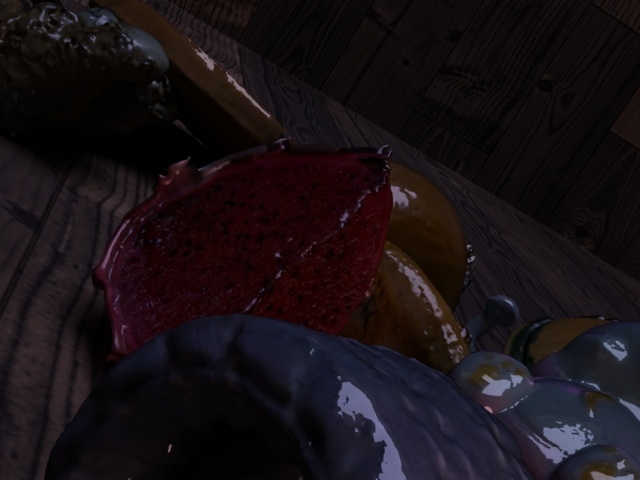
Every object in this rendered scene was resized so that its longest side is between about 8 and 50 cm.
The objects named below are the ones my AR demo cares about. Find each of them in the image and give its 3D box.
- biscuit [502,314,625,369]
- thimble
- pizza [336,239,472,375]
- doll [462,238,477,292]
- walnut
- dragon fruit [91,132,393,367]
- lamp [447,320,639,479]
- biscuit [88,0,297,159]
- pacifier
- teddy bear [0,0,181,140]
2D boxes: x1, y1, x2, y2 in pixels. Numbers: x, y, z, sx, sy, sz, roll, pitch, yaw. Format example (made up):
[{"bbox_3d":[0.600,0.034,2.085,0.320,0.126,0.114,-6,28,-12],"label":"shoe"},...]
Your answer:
[{"bbox_3d":[0.346,0.167,1.232,0.287,0.057,0.344,2,22,4],"label":"biscuit"},{"bbox_3d":[0.001,0.150,0.478,0.172,0.205,0.236,19,18,-49],"label":"thimble"},{"bbox_3d":[0.042,0.082,0.925,0.182,0.161,0.062,34,20,29],"label":"pizza"},{"bbox_3d":[0.110,0.001,1.510,0.221,0.105,0.115,37,-23,19],"label":"doll"},{"bbox_3d":[0.000,0.000,1.065,0.297,0.203,0.203,25,14,-15],"label":"walnut"},{"bbox_3d":[-0.066,0.022,0.866,0.161,0.274,0.126,30,-31,31],"label":"dragon fruit"},{"bbox_3d":[0.227,0.191,0.887,0.301,0.248,0.247,-10,35,-39],"label":"lamp"},{"bbox_3d":[-0.142,-0.162,1.420,0.385,0.062,0.365,41,-6,35],"label":"biscuit"},{"bbox_3d":[0.177,0.111,1.252,0.127,0.116,0.150,53,1,-21],"label":"pacifier"},{"bbox_3d":[-0.266,-0.187,1.216,0.267,0.156,0.256,27,10,15],"label":"teddy bear"}]
